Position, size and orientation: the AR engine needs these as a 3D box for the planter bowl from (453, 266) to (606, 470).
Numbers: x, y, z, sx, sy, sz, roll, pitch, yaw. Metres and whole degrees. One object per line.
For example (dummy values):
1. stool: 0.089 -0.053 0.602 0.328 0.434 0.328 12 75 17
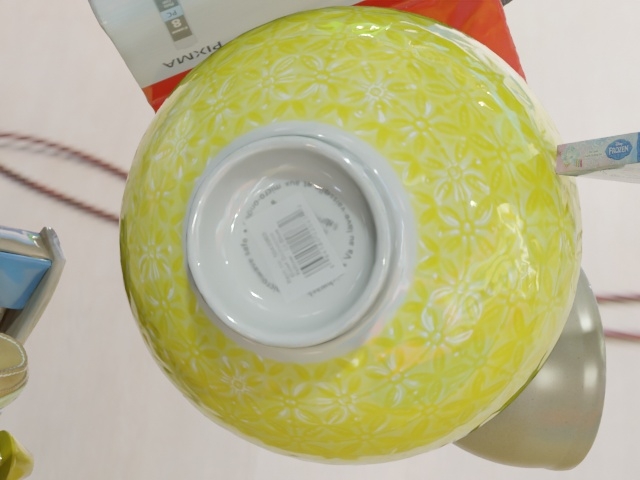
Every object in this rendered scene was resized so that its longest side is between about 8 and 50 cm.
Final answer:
1. planter bowl: 0.121 0.086 1.173 0.109 0.162 0.162 0 43 -16

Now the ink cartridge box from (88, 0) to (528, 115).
1. ink cartridge box: -0.013 -0.196 1.265 0.308 0.385 0.091 -22 30 1

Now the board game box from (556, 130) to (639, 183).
1. board game box: 0.196 -0.046 0.925 0.090 0.020 0.090 5 -6 -28

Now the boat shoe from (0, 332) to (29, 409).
1. boat shoe: -0.252 0.065 0.966 0.190 0.072 0.068 0 35 -41

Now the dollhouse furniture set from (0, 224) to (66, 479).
1. dollhouse furniture set: -0.311 0.155 1.309 0.198 0.286 0.303 13 34 -37

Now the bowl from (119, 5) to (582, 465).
1. bowl: 0.000 0.000 0.950 0.289 0.289 0.156 14 6 13

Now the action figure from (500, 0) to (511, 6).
1. action figure: 0.065 -0.396 1.705 0.330 0.178 0.341 30 31 -13
